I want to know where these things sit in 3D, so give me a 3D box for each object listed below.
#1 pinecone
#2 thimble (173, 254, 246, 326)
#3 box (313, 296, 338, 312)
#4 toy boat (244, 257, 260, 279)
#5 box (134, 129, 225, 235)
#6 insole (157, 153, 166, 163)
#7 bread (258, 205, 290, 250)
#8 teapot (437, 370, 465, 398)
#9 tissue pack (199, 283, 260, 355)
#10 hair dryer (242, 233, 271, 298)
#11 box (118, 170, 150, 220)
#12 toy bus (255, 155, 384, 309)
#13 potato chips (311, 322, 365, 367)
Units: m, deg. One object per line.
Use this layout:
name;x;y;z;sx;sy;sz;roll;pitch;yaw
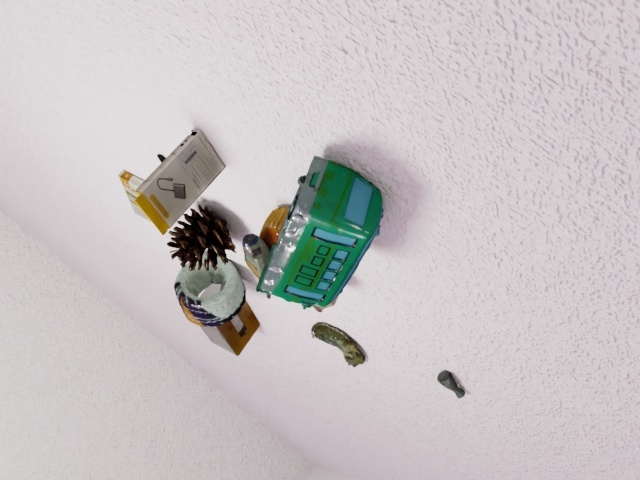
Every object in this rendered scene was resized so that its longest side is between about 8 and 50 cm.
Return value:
pinecone;-0.350;0.004;1.877;0.208;0.207;0.207;26;153;15
thimble;-0.368;0.161;2.143;0.237;0.237;0.150;21;147;24
box;0.012;0.126;1.761;0.062;0.122;0.089;-18;124;44
toy boat;-0.163;0.091;1.964;0.077;0.057;0.200;-3;135;43
box;-0.344;-0.143;1.560;0.033;0.247;0.129;15;146;40
insole;-0.425;-0.192;1.840;0.053;0.002;0.152;14;148;34
bread;-0.074;0.007;1.667;0.199;0.104;0.199;26;152;15
teapot;0.398;0.437;1.937;0.043;0.042;0.111;-4;140;51
tissue pack;-0.355;0.291;2.402;0.136;0.159;0.246;19;151;30
hair dryer;-0.131;0.093;1.615;0.167;0.068;0.199;61;-176;-58
box;-0.574;-0.131;2.078;0.122;0.032;0.220;27;154;14
toy bus;0.000;0.000;1.417;0.200;0.183;0.343;22;138;-6
potato chips;0.062;0.355;2.186;0.220;0.029;0.202;39;150;-6
